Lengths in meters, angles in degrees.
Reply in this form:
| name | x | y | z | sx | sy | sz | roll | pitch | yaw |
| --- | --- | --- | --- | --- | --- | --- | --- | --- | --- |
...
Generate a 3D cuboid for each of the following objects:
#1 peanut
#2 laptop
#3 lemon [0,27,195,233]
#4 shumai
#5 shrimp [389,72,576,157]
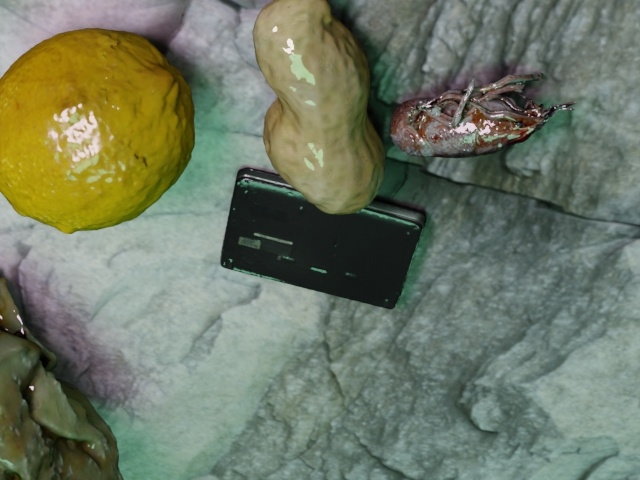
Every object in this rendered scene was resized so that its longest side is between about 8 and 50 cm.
| name | x | y | z | sx | sy | sz | roll | pitch | yaw |
| --- | --- | --- | --- | --- | --- | --- | --- | --- | --- |
| peanut | -0.001 | -0.128 | 1.618 | 0.117 | 0.101 | 0.263 | -12 | 136 | -3 |
| laptop | 0.000 | 0.000 | 1.810 | 0.207 | 0.026 | 0.154 | 14 | 138 | -2 |
| lemon | -0.225 | -0.106 | 1.625 | 0.231 | 0.192 | 0.192 | -31 | 123 | 28 |
| shumai | -0.423 | 0.225 | 1.909 | 0.395 | 0.395 | 0.348 | 7 | 139 | 6 |
| shrimp | 0.156 | -0.119 | 1.620 | 0.190 | 0.073 | 0.075 | -6 | 179 | 32 |
